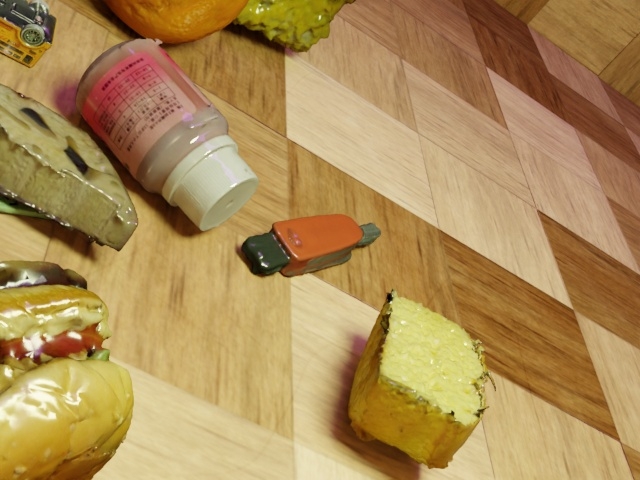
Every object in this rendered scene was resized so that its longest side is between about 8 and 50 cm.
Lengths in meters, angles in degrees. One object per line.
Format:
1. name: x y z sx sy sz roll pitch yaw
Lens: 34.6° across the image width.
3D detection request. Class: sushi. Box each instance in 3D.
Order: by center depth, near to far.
1. sushi: -0.062 -0.580 1.865 0.240 0.397 0.351 13 33 -37

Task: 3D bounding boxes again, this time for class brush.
1. brush: 0.000 0.000 1.477 0.070 0.051 0.323 48 28 18

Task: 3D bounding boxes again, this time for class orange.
1. orange: -0.231 -0.440 1.615 0.261 0.261 0.261 31 30 -20

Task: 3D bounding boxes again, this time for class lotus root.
1. lotus root: -0.325 -0.100 1.168 0.260 0.074 0.170 30 18 -19

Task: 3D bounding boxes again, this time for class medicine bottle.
1. medicine bottle: -0.195 -0.134 1.324 0.247 0.147 0.147 49 29 12

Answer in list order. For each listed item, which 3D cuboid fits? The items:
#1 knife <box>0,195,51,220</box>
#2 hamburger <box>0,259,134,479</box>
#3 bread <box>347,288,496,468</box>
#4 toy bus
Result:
1. knife: -0.388 -0.054 1.097 0.293 0.020 0.043 12 38 -45
2. hamburger: -0.254 0.140 0.781 0.244 0.244 0.163 -4 51 -54
3. bread: 0.113 0.187 1.266 0.160 0.147 0.261 27 23 -8
4. toy bus: -0.427 -0.295 1.330 0.162 0.074 0.070 28 38 -29
